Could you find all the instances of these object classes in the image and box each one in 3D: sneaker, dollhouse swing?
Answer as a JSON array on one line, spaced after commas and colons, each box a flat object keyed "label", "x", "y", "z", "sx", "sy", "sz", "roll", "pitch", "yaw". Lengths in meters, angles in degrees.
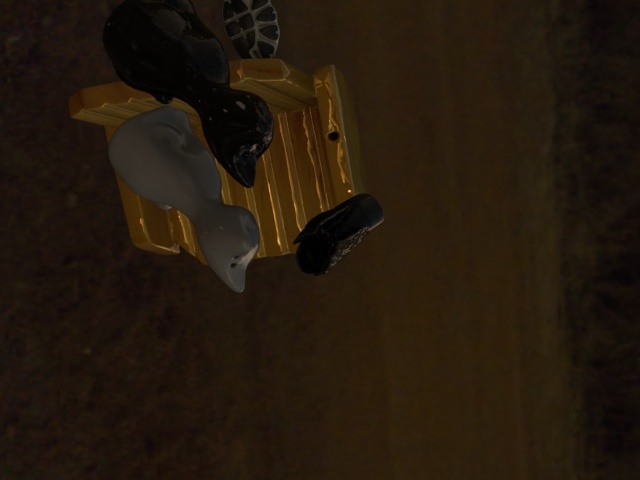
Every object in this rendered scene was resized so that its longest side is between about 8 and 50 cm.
[{"label": "sneaker", "x": 0.002, "y": 0.002, "z": 1.050, "sx": 0.089, "sy": 0.170, "sz": 0.051, "roll": -37, "pitch": 90, "yaw": -34}, {"label": "sneaker", "x": -0.091, "y": -0.303, "z": 1.387, "sx": 0.071, "sy": 0.068, "sz": 0.170, "roll": 21, "pitch": 51, "yaw": -75}, {"label": "dollhouse swing", "x": -0.137, "y": -0.092, "z": 1.511, "sx": 0.305, "sy": 0.347, "sz": 0.315, "roll": -52, "pitch": 133, "yaw": -71}]

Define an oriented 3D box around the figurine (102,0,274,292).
[{"label": "figurine", "x": -0.111, "y": -0.082, "z": 0.985, "sx": 0.092, "sy": 0.209, "sz": 0.215, "roll": -21, "pitch": 140, "yaw": -27}]
